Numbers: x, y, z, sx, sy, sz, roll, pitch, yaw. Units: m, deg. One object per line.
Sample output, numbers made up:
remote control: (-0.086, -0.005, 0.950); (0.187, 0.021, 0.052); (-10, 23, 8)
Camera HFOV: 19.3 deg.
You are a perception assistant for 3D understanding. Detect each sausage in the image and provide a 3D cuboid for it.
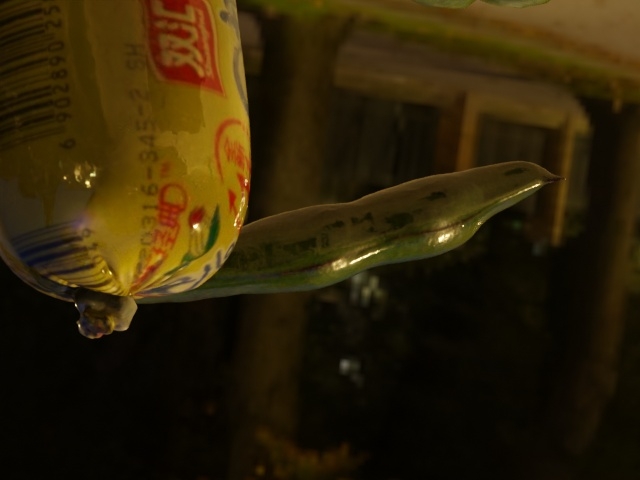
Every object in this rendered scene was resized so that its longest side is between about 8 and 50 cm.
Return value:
sausage: (-0.102, -0.127, 0.823); (0.123, 0.347, 0.123); (-7, 167, -2)

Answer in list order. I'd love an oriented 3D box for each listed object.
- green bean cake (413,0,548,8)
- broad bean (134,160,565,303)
green bean cake: (0.093, -0.197, 0.710); (0.200, 0.214, 0.113); (-9, 165, -15)
broad bean: (0.001, 0.000, 1.012); (0.297, 0.043, 0.060); (-13, -156, -21)
